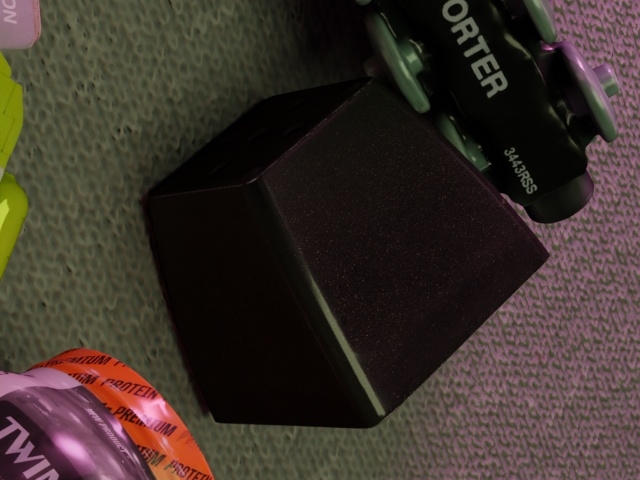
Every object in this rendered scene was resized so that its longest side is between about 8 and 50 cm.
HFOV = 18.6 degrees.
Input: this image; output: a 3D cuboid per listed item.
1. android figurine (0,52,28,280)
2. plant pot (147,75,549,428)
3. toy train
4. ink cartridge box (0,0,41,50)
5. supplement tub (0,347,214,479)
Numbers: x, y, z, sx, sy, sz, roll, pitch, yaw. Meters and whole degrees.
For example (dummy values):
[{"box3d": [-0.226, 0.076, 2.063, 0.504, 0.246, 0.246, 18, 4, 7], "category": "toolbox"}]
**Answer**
[{"box3d": [-0.267, -0.035, 1.097, 0.248, 0.056, 0.273, 25, 80, -42], "category": "android figurine"}, {"box3d": [0.000, 0.000, 1.279, 0.187, 0.188, 0.167, -42, 112, -30], "category": "plant pot"}, {"box3d": [0.086, -0.166, 1.329, 0.142, 0.190, 0.334, -30, 117, 7], "category": "toy train"}, {"box3d": [-0.292, -0.231, 0.947, 0.271, 0.130, 0.309, -5, 92, -36], "category": "ink cartridge box"}, {"box3d": [-0.226, 0.207, 1.072, 0.338, 0.207, 0.207, -33, 118, -35], "category": "supplement tub"}]
